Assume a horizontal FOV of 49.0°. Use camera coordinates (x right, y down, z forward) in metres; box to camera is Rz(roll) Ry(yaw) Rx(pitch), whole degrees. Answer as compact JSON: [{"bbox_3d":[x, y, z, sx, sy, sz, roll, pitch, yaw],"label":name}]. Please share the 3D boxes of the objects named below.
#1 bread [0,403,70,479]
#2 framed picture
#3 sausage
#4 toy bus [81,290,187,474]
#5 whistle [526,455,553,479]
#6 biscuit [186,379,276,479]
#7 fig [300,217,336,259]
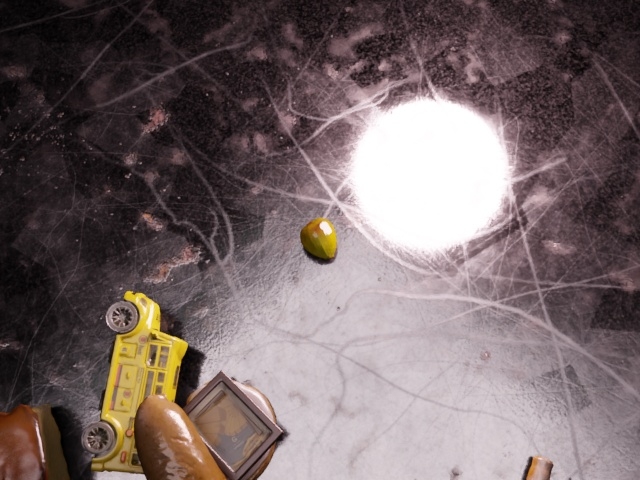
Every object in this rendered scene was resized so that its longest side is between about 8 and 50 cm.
[{"bbox_3d":[-0.630,0.501,1.287,0.332,0.143,0.324,-20,74,-3],"label":"bread"},{"bbox_3d":[-0.172,0.346,1.313,0.168,0.023,0.128,41,78,16],"label":"framed picture"},{"bbox_3d":[-0.181,0.492,1.205,0.123,0.136,0.501,-32,89,27],"label":"sausage"},{"bbox_3d":[-0.343,0.268,1.336,0.152,0.144,0.330,8,77,-3],"label":"toy bus"},{"bbox_3d":[0.372,0.499,1.263,0.107,0.057,0.220,21,74,10],"label":"whistle"},{"bbox_3d":[-0.175,0.371,1.344,0.180,0.049,0.208,3,72,6],"label":"biscuit"},{"bbox_3d":[0.000,0.000,1.433,0.074,0.074,0.088,-30,95,-5],"label":"fig"}]
